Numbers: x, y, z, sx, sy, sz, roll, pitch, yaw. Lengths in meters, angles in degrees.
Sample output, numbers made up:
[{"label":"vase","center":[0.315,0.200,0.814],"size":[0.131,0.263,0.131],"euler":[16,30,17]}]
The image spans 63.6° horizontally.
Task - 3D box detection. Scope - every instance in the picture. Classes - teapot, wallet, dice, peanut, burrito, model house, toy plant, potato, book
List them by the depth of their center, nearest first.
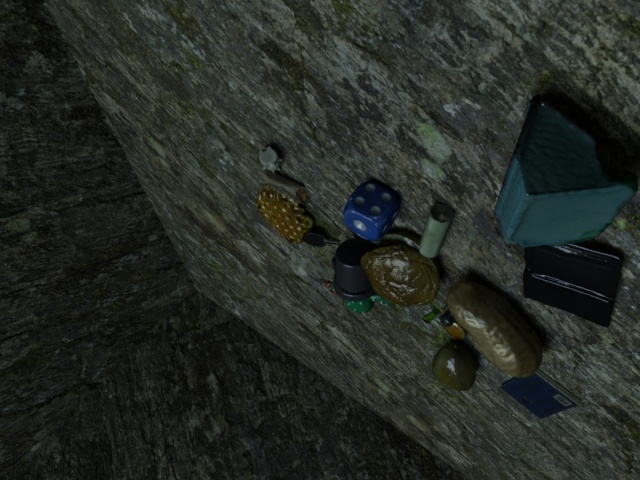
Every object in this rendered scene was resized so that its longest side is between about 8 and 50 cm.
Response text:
[{"label":"model house","center":[0.501,-0.152,1.131],"size":[0.230,0.248,0.280],"euler":[-5,155,5]},{"label":"wallet","center":[0.668,0.106,1.402],"size":[0.247,0.041,0.323],"euler":[23,151,36]},{"label":"peanut","center":[0.561,0.280,1.673],"size":[0.387,0.169,0.192],"euler":[49,158,-4]},{"label":"dice","center":[0.168,-0.094,1.681],"size":[0.146,0.146,0.143],"euler":[33,154,18]},{"label":"teapot","center":[0.469,0.272,1.875],"size":[0.064,0.083,0.049],"euler":[12,139,59]},{"label":"book","center":[0.804,0.567,1.912],"size":[0.191,0.025,0.269],"euler":[38,153,13]},{"label":"burrito","center":[-0.145,-0.215,2.026],"size":[0.226,0.060,0.087],"euler":[30,159,21]},{"label":"potato","center":[0.529,0.496,2.045],"size":[0.174,0.159,0.251],"euler":[6,132,15]},{"label":"toy plant","center":[0.157,0.177,2.064],"size":[0.280,0.185,0.400],"euler":[-6,137,2]}]

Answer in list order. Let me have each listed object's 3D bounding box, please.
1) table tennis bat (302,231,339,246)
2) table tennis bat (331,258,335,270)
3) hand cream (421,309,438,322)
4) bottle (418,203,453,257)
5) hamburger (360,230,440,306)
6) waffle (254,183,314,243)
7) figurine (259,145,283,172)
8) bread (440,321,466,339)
[{"label":"table tennis bat","center":[0.000,0.000,2.128],"size":[0.158,0.014,0.095],"euler":[8,146,14]},{"label":"table tennis bat","center":[0.128,0.140,2.236],"size":[0.107,0.119,0.169],"euler":[-158,48,-86]},{"label":"hand cream","center":[0.432,0.299,2.030],"size":[0.036,0.023,0.122],"euler":[28,153,5]},{"label":"bottle","center":[0.355,-0.027,1.604],"size":[0.072,0.072,0.201],"euler":[33,151,19]},{"label":"hamburger","center":[0.279,0.111,1.806],"size":[0.266,0.134,0.285],"euler":[-4,129,46]},{"label":"waffle","center":[-0.152,-0.105,2.191],"size":[0.302,0.068,0.325],"euler":[45,155,-4]},{"label":"figurine","center":[-0.183,-0.312,1.947],"size":[0.146,0.081,0.098],"euler":[20,-118,-86]},{"label":"bread","center":[0.508,0.338,1.982],"size":[0.110,0.024,0.110],"euler":[32,152,20]}]
